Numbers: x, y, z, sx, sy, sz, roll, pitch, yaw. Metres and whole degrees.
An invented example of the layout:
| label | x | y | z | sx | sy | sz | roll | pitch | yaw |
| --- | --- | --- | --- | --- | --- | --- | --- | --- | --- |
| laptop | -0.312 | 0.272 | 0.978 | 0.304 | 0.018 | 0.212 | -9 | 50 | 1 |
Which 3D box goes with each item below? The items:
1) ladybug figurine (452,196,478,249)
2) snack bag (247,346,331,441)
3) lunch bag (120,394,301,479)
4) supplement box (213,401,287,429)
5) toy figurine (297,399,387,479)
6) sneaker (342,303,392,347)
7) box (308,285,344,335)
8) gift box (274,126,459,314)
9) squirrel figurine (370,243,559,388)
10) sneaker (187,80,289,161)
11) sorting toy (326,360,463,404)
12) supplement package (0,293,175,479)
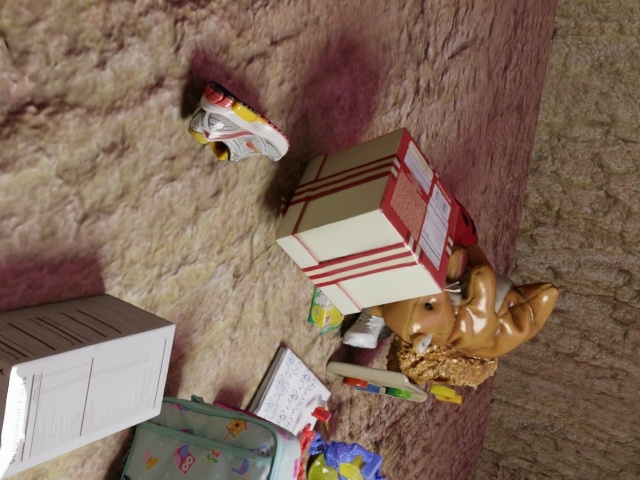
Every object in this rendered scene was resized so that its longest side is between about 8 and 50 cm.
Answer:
| label | x | y | z | sx | sy | sz | roll | pitch | yaw |
| --- | --- | --- | --- | --- | --- | --- | --- | --- | --- |
| ladybug figurine | 0.327 | 0.010 | 1.854 | 0.449 | 0.162 | 0.304 | 3 | 103 | -62 |
| snack bag | -0.103 | 0.438 | 1.460 | 0.342 | 0.037 | 0.323 | -61 | 151 | -21 |
| lunch bag | -0.178 | 0.361 | 1.024 | 0.108 | 0.279 | 0.223 | 38 | 61 | -61 |
| supplement box | -0.169 | 0.429 | 1.230 | 0.114 | 0.111 | 0.220 | 34 | 75 | -52 |
| toy figurine | 0.059 | 0.569 | 1.588 | 0.191 | 0.217 | 0.362 | -54 | 156 | -37 |
| sneaker | 0.121 | 0.204 | 1.694 | 0.232 | 0.091 | 0.115 | -16 | 112 | -67 |
| box | 0.026 | 0.123 | 1.503 | 0.105 | 0.043 | 0.179 | -7 | 110 | -60 |
| gift box | 0.092 | -0.035 | 1.244 | 0.255 | 0.258 | 0.276 | 53 | 39 | -27 |
| squirrel figurine | 0.302 | 0.215 | 1.602 | 0.371 | 0.281 | 0.396 | -6 | 123 | -38 |
| sneaker | -0.129 | -0.166 | 1.029 | 0.092 | 0.088 | 0.225 | -53 | 153 | 7 |
| sorting toy | 0.188 | 0.370 | 1.658 | 0.229 | 0.307 | 0.041 | 49 | 51 | -58 |
| supplement package | -0.316 | 0.161 | 0.802 | 0.244 | 0.134 | 0.138 | -6 | 111 | -61 |
